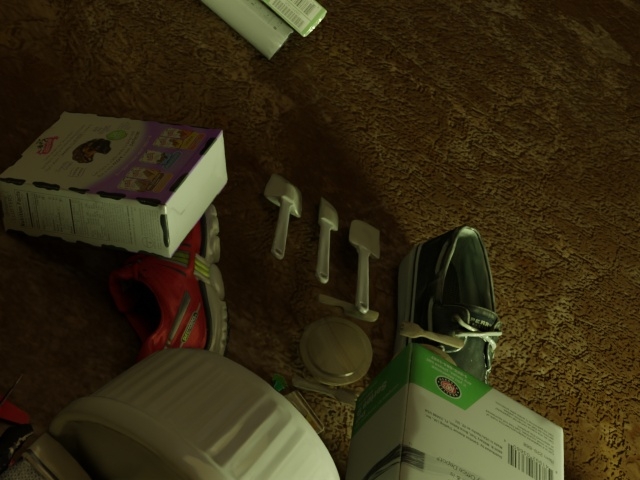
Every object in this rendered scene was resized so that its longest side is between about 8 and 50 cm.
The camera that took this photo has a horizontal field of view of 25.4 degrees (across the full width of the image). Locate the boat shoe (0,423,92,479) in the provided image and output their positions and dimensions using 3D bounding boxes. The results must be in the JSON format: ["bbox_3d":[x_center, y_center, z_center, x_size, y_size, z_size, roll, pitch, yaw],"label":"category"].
[{"bbox_3d":[-0.201,0.331,1.219,0.340,0.127,0.158,44,51,2],"label":"boat shoe"}]

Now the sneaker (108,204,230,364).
[{"bbox_3d":[-0.173,0.031,1.541,0.118,0.107,0.279,7,45,-25],"label":"sneaker"}]

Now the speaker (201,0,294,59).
[{"bbox_3d":[-0.105,-0.317,1.984,0.136,0.055,0.055,40,36,-5],"label":"speaker"}]

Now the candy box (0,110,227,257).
[{"bbox_3d":[-0.221,-0.064,1.526,0.196,0.070,0.165,8,34,17],"label":"candy box"}]

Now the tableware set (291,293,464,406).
[{"bbox_3d":[0.067,0.151,1.662,0.194,0.039,0.128,18,57,-2],"label":"tableware set"}]

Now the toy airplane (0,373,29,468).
[{"bbox_3d":[-0.316,0.176,1.316,0.151,0.028,0.151,27,40,-25],"label":"toy airplane"}]

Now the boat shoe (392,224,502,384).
[{"bbox_3d":[0.163,0.114,1.756,0.121,0.119,0.335,22,43,-29],"label":"boat shoe"}]

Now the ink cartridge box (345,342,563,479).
[{"bbox_3d":[0.135,0.278,1.450,0.211,0.121,0.289,32,36,-15],"label":"ink cartridge box"}]

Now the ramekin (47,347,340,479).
[{"bbox_3d":[-0.102,0.214,1.255,0.273,0.273,0.127,44,57,0],"label":"ramekin"}]

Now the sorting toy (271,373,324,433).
[{"bbox_3d":[-0.036,0.187,1.586,0.083,0.012,0.062,53,37,11],"label":"sorting toy"}]

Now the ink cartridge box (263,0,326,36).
[{"bbox_3d":[-0.069,-0.368,2.050,0.171,0.056,0.235,40,5,-6],"label":"ink cartridge box"}]

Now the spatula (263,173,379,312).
[{"bbox_3d":[0.000,0.000,1.753,0.168,0.019,0.242,33,24,-12],"label":"spatula"}]
